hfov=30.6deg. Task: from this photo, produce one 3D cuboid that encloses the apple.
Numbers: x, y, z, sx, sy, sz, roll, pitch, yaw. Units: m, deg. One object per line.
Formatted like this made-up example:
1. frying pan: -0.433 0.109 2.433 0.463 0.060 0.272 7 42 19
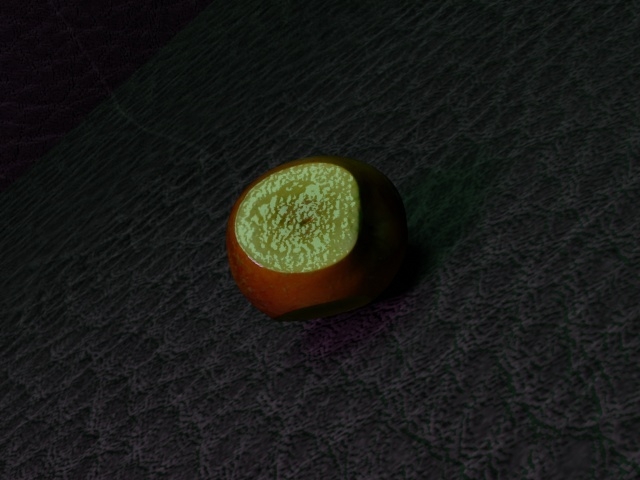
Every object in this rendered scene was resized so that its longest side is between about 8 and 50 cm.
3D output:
1. apple: 0.000 -0.006 1.069 0.147 0.163 0.146 -12 77 26
